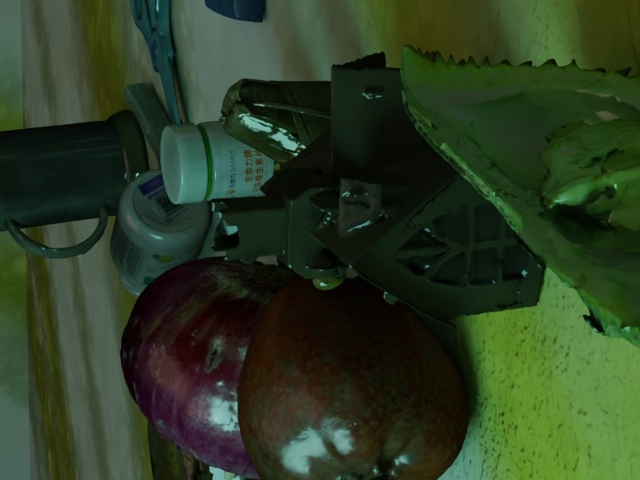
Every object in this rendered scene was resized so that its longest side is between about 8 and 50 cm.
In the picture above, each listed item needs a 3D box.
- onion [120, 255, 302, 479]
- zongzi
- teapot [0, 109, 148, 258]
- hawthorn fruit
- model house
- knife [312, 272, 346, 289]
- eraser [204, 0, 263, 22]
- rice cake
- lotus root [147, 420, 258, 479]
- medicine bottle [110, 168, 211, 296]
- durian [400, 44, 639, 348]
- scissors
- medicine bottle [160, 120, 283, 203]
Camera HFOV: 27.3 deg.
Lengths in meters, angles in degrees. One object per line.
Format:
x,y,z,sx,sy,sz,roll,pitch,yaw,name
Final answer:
-0.104,0.133,1.439,0.256,0.230,0.272,139,150,-81,onion
-0.011,-0.077,1.296,0.078,0.160,0.176,132,130,-58,zongzi
-0.476,-0.087,2.286,0.200,0.337,0.270,116,141,-56,teapot
0.025,0.125,1.229,0.262,0.210,0.210,-92,12,-45,hawthorn fruit
0.031,-0.044,1.067,0.211,0.243,0.204,-140,47,-62,model house
-0.001,0.000,1.304,0.343,0.061,0.027,-81,-31,-78,knife
-0.110,-0.431,1.615,0.144,0.043,0.312,-142,48,-63,eraser
-0.265,-0.184,2.104,0.245,0.045,0.042,-122,29,-49,rice cake
-0.128,0.227,1.671,0.196,0.179,0.397,-170,75,-71,lotus root
-0.246,0.000,1.982,0.215,0.135,0.135,116,142,-56,medicine bottle
0.174,0.000,0.807,0.355,0.169,0.157,-122,34,-52,durian
-0.243,-0.302,2.028,0.180,0.032,0.393,124,136,-60,scissors
-0.073,-0.090,1.421,0.086,0.183,0.086,172,90,-69,medicine bottle
